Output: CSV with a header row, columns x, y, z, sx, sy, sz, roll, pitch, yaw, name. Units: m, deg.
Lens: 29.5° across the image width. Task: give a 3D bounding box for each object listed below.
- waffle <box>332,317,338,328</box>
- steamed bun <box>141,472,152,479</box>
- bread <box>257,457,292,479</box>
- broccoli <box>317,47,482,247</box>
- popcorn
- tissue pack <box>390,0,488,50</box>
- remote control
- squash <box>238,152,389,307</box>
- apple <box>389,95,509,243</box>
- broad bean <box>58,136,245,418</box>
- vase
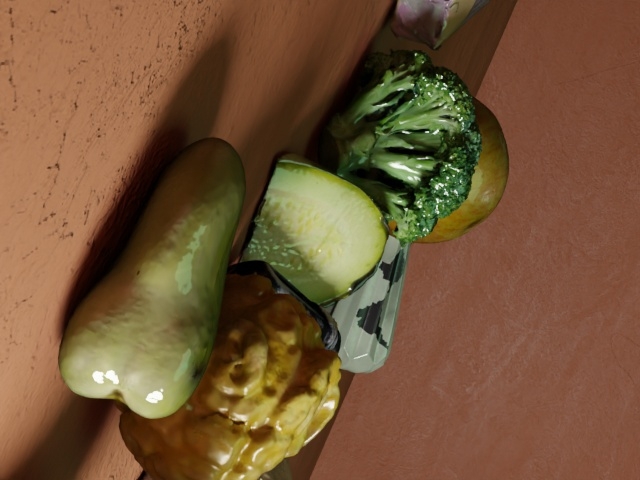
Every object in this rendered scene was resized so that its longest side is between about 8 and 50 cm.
x,y,z,sx,sy,sz,roll,pitch,yaw,name
-0.077,0.264,2.022,0.308,0.091,0.213,-51,163,-58,waffle
-0.193,0.361,1.572,0.145,0.106,0.175,98,17,-60,steamed bun
-0.097,0.297,1.597,0.077,0.105,0.152,-47,-143,22,bread
0.105,-0.139,1.720,0.241,0.261,0.269,-11,134,-29,broccoli
-0.092,0.147,1.267,0.190,0.250,0.250,58,48,-36,popcorn
0.211,-0.424,1.800,0.256,0.123,0.215,-44,159,-48,tissue pack
-0.034,0.089,1.558,0.066,0.090,0.266,-30,149,16,remote control
0.000,0.000,1.603,0.237,0.155,0.204,-66,172,26,squash
0.170,-0.121,1.966,0.264,0.264,0.264,-62,170,-19,apple
-0.127,0.034,1.071,0.189,0.121,0.263,101,14,-68,broad bean
0.104,0.077,2.410,0.165,0.165,0.360,-25,134,-76,vase
